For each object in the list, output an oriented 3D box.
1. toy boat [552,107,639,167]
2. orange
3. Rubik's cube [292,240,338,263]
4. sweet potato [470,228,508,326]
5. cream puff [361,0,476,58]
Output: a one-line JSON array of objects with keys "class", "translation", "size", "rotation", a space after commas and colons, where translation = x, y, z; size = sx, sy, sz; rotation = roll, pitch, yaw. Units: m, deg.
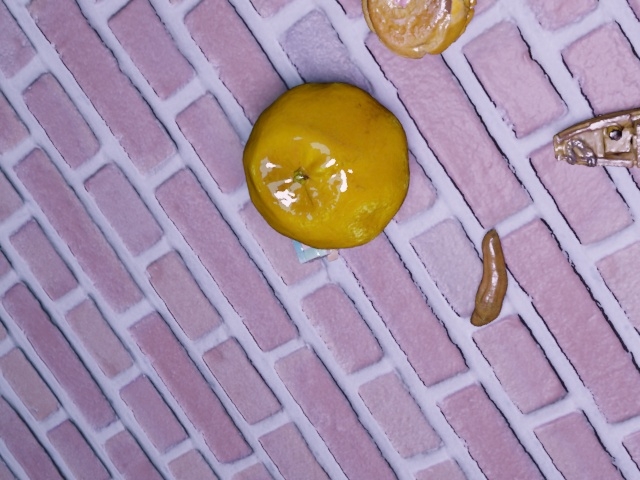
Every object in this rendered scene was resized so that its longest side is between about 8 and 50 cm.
[{"class": "toy boat", "translation": [0.510, -0.151, 1.174], "size": [0.321, 0.121, 0.089], "rotation": [-3, 112, 20]}, {"class": "orange", "translation": [0.008, -0.119, 1.290], "size": [0.279, 0.235, 0.278], "rotation": [2, 98, 12]}, {"class": "Rubik's cube", "translation": [-0.001, 0.002, 1.431], "size": [0.084, 0.073, 0.075], "rotation": [-3, 90, 25]}, {"class": "sweet potato", "translation": [0.293, 0.070, 1.359], "size": [0.053, 0.054, 0.182], "rotation": [7, 108, 8]}, {"class": "cream puff", "translation": [0.153, -0.375, 1.217], "size": [0.189, 0.129, 0.189], "rotation": [11, 112, 28]}]
